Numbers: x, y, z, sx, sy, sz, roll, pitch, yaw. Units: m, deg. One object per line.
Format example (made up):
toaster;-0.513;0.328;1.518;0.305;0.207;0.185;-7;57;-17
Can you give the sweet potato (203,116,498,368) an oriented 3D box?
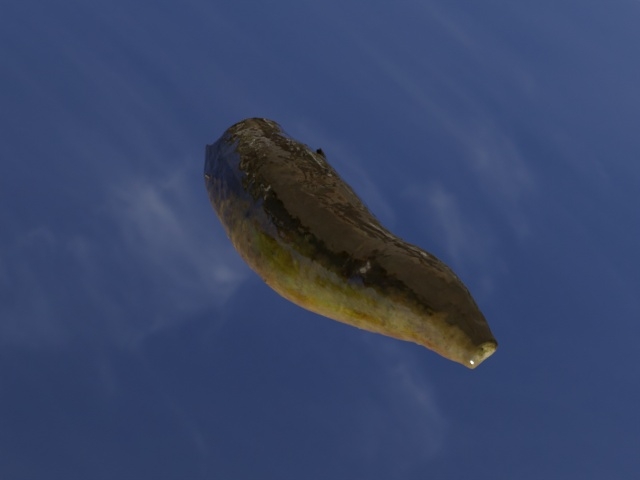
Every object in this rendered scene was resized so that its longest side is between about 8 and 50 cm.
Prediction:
sweet potato;0.000;0.000;0.748;0.077;0.077;0.244;-1;-152;-33
